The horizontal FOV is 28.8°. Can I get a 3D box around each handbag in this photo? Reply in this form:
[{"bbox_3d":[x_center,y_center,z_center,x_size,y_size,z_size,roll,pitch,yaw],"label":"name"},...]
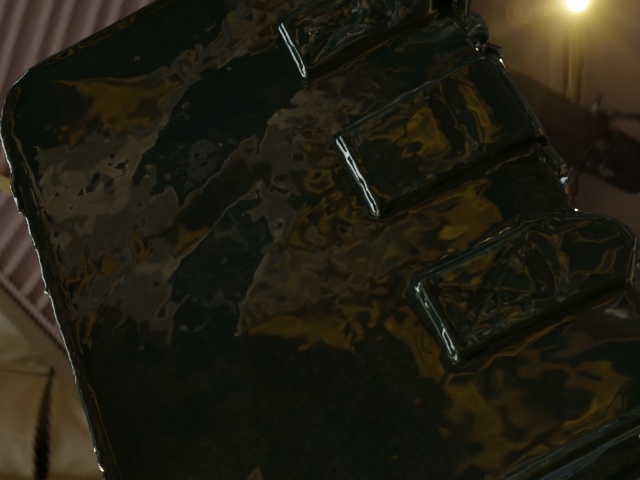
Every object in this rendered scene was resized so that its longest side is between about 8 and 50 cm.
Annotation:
[{"bbox_3d":[-0.001,0.001,0.563,0.238,0.089,0.326,-29,-126,6],"label":"handbag"}]
